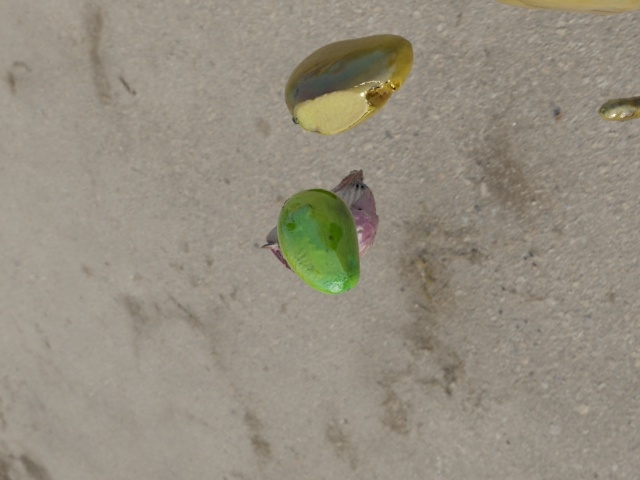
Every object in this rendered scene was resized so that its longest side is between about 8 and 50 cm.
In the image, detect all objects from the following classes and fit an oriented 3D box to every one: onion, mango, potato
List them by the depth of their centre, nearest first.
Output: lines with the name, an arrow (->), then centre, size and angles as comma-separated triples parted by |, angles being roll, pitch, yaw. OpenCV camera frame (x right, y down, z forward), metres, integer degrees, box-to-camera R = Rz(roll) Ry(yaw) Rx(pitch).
mango -> -0.001, 0.000, 1.070 | 0.119, 0.100, 0.178 | -32, 65, 17
potato -> 0.507, -0.219, 1.181 | 0.051, 0.083, 0.040 | 135, 125, -83
mango -> 0.050, -0.284, 1.263 | 0.262, 0.167, 0.130 | -8, 149, 41
onion -> 0.046, -0.029, 1.696 | 0.267, 0.348, 0.159 | -8, 117, 44

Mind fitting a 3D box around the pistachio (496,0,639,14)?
pistachio -> 0.301, -0.339, 0.753 | 0.213, 0.260, 0.163 | 115, 150, -57
